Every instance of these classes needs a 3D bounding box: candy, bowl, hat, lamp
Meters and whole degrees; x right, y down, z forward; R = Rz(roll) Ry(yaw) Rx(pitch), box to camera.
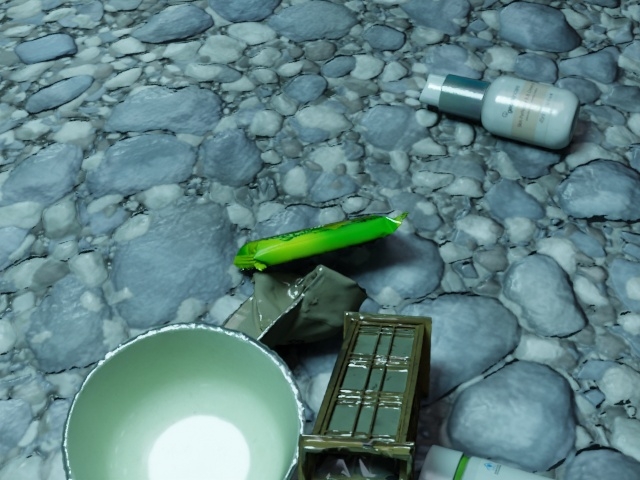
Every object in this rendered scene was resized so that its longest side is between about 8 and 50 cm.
[{"bbox_3d":[0.000,-0.001,1.202,0.178,0.032,0.102,-14,5,-16],"label":"candy"},{"bbox_3d":[-0.115,0.187,1.000,0.211,0.112,0.211,-2,59,3],"label":"bowl"},{"bbox_3d":[-0.041,0.097,1.136,0.175,0.085,0.147,-52,21,-16],"label":"hat"},{"bbox_3d":[0.045,0.148,0.953,0.089,0.090,0.325,3,15,6],"label":"lamp"}]

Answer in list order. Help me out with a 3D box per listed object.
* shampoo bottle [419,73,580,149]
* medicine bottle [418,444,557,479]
[{"bbox_3d":[0.215,-0.166,1.361,0.192,0.074,0.074,17,50,16],"label":"shampoo bottle"},{"bbox_3d":[0.175,0.243,0.970,0.183,0.086,0.086,15,49,14],"label":"medicine bottle"}]
